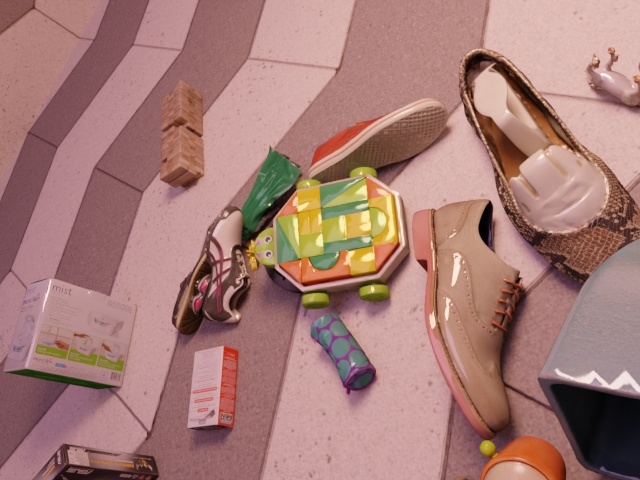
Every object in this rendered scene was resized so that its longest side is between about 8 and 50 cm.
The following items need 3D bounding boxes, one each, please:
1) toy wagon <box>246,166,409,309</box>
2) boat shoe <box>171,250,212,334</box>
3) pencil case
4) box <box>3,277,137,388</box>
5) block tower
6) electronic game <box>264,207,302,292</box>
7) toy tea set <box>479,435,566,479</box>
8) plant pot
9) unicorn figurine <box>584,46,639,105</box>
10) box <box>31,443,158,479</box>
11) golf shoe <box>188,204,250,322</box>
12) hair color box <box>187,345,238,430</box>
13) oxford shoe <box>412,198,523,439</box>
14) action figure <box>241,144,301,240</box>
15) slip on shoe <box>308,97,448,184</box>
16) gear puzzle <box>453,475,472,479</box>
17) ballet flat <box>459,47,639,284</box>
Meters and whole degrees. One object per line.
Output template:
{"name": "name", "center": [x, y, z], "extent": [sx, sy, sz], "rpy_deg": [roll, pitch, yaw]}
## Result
{"name": "toy wagon", "center": [0.000, 0.000, 1.131], "extent": [0.344, 0.068, 0.267], "rpy_deg": [-11, 67, 17]}
{"name": "boat shoe", "center": [-0.309, 0.116, 1.383], "extent": [0.073, 0.080, 0.223], "rpy_deg": [17, 85, 38]}
{"name": "pencil case", "center": [0.039, 0.208, 1.057], "extent": [0.070, 0.064, 0.151], "rpy_deg": [-38, 47, -1]}
{"name": "box", "center": [-0.635, 0.247, 1.466], "extent": [0.127, 0.262, 0.231], "rpy_deg": [-15, 61, 35]}
{"name": "block tower", "center": [-0.408, -0.311, 1.668], "extent": [0.097, 0.091, 0.335], "rpy_deg": [-25, 54, 28]}
{"name": "electronic game", "center": [-0.028, 0.002, 1.224], "extent": [0.229, 0.048, 0.229], "rpy_deg": [-13, 64, 27]}
{"name": "toy tea set", "center": [0.319, 0.359, 0.639], "extent": [0.336, 0.124, 0.200], "rpy_deg": [10, 103, 31]}
{"name": "plant pot", "center": [0.435, 0.134, 0.650], "extent": [0.248, 0.247, 0.252], "rpy_deg": [4, 51, 41]}
{"name": "unicorn figurine", "center": [0.472, -0.263, 0.911], "extent": [0.060, 0.111, 0.162], "rpy_deg": [-35, 65, 9]}
{"name": "box", "center": [-0.504, 0.538, 1.234], "extent": [0.183, 0.231, 0.056], "rpy_deg": [-49, 44, 10]}
{"name": "golf shoe", "center": [-0.208, 0.057, 1.314], "extent": [0.120, 0.105, 0.272], "rpy_deg": [16, 94, 20]}
{"name": "hair color box", "center": [-0.234, 0.324, 1.237], "extent": [0.093, 0.053, 0.167], "rpy_deg": [-17, 58, 32]}
{"name": "oxford shoe", "center": [0.247, 0.100, 0.889], "extent": [0.147, 0.140, 0.397], "rpy_deg": [-20, 59, 23]}
{"name": "action figure", "center": [-0.135, -0.097, 1.354], "extent": [0.232, 0.063, 0.137], "rpy_deg": [-57, 47, 12]}
{"name": "slip on shoe", "center": [0.107, -0.210, 1.174], "extent": [0.331, 0.123, 0.101], "rpy_deg": [-25, 51, 35]}
{"name": "gear puzzle", "center": [0.215, 0.512, 0.773], "extent": [0.175, 0.044, 0.338], "rpy_deg": [1, 70, 40]}
{"name": "ballet flat", "center": [0.332, -0.139, 0.899], "extent": [0.164, 0.182, 0.482], "rpy_deg": [-34, 51, 22]}
